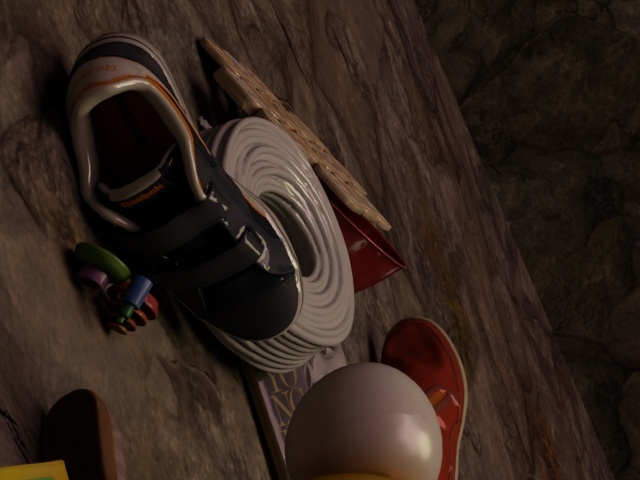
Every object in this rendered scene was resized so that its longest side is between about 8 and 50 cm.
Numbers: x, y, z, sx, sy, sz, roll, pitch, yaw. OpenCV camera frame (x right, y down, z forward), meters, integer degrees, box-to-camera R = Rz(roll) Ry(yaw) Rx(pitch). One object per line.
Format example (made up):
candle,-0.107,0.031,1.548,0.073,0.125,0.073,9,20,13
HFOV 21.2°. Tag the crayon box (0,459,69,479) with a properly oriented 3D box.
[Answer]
crayon box,-0.216,0.219,0.970,0.278,0.081,0.165,17,57,-73

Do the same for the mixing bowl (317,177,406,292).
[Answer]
mixing bowl,0.000,0.000,1.943,0.181,0.098,0.181,44,5,-5

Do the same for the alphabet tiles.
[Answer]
alphabet tiles,-0.031,-0.118,1.970,0.278,0.021,0.284,49,8,18

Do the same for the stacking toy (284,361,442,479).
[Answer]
stacking toy,0.024,0.282,1.149,0.480,0.350,0.351,-80,150,-45

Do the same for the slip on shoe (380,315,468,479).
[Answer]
slip on shoe,0.117,0.216,2.163,0.101,0.123,0.331,56,26,-38

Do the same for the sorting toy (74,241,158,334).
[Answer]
sorting toy,-0.172,0.047,1.421,0.102,0.061,0.042,50,60,-41

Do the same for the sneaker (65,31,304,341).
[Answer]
sneaker,-0.127,-0.024,1.514,0.321,0.126,0.127,56,15,-18

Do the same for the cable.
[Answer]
cable,-0.057,0.002,1.724,0.257,0.089,0.257,47,30,-33

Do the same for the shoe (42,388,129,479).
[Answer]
shoe,-0.161,0.200,1.209,0.058,0.076,0.219,54,21,-39

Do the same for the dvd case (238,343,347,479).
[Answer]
dvd case,-0.015,0.162,1.798,0.164,0.018,0.221,-13,83,-56
